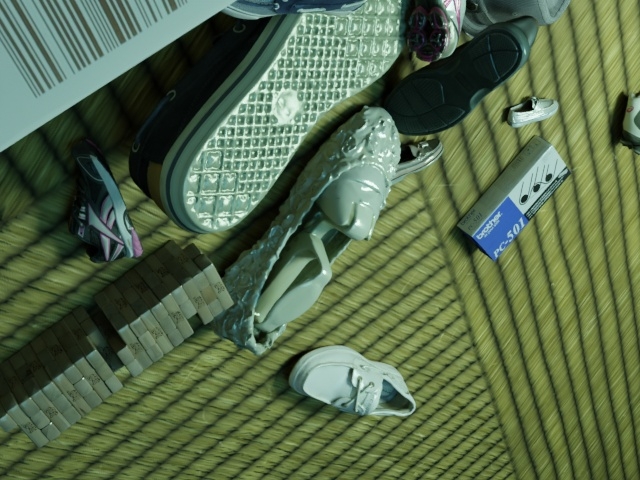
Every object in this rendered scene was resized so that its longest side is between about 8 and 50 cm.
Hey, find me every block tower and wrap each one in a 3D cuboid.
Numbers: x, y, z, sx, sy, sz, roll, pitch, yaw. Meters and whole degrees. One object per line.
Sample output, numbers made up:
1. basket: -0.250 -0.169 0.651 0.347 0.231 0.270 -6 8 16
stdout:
1. block tower: -0.284 0.136 1.356 0.335 0.091 0.097 -35 135 -13

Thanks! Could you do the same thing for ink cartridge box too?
1. ink cartridge box: 0.335 -0.072 1.744 0.207 0.046 0.097 -48 136 0

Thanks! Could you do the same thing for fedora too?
1. fedora: 0.272 -0.392 1.368 0.244 0.124 0.275 -50 137 -23

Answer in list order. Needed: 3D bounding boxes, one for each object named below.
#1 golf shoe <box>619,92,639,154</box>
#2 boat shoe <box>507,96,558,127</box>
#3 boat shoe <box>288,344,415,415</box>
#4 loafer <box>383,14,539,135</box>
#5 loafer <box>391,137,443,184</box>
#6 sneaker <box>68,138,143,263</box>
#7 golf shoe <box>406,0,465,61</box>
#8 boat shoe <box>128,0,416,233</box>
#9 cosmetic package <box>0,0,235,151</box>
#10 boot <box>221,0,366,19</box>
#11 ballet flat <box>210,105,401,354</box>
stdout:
1. golf shoe: 0.664 -0.255 1.844 0.272 0.105 0.120 -30 127 -20
2. boat shoe: 0.349 -0.218 1.661 0.100 0.035 0.035 -20 134 -19
3. boat shoe: 0.066 0.249 1.719 0.277 0.096 0.098 16 109 -44
4. loafer: 0.200 -0.227 1.414 0.096 0.267 0.084 54 49 -7
5. loafer: 0.133 -0.125 1.545 0.125 0.045 0.039 -32 128 -13
6. sneaker: -0.280 -0.036 1.255 0.077 0.072 0.178 -23 127 -11
7. golf shoe: 0.152 -0.327 1.300 0.086 0.067 0.186 -31 130 -54
8. boat shoe: -0.051 -0.218 1.252 0.500 0.156 0.187 -51 134 -20
9. cosmetic package: -0.298 -0.324 0.787 0.329 0.393 0.327 -37 137 -13
10. boot: -0.025 -0.285 1.108 0.189 0.086 0.069 -7 88 -24
11. ballet flat: 0.000 0.000 1.454 0.409 0.147 0.147 -52 137 4
